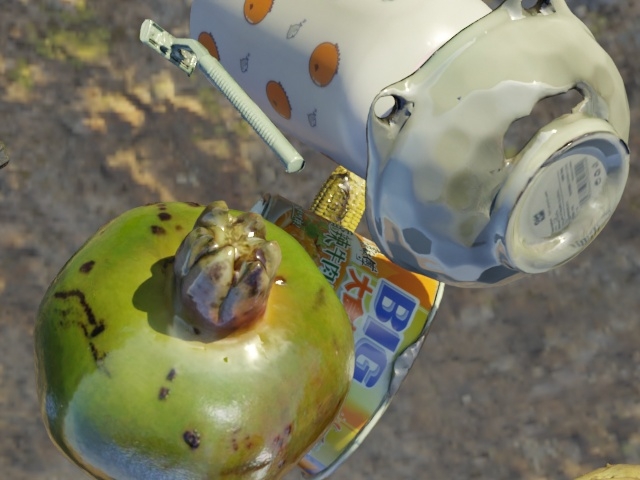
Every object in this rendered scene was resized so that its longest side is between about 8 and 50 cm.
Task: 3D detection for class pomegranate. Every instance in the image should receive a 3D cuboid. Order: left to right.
[{"bbox_3d":[-0.063,0.049,0.782,0.180,0.180,0.209,7,143,-15],"label":"pomegranate"}]

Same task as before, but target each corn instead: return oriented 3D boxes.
[{"bbox_3d":[0.000,0.000,1.818,0.072,0.072,0.203,21,103,-28],"label":"corn"}]

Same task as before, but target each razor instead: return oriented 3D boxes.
[{"bbox_3d":[-0.081,-0.133,1.340,0.036,0.211,0.084,-51,149,6],"label":"razor"}]

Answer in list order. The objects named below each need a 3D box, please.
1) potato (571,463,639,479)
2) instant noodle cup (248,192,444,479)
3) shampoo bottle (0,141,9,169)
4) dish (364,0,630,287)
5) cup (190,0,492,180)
[{"bbox_3d":[0.371,0.371,1.601,0.289,0.237,0.301,35,141,14],"label":"potato"},{"bbox_3d":[-0.029,0.097,1.609,0.214,0.296,0.296,31,129,-7],"label":"instant noodle cup"},{"bbox_3d":[-0.316,-0.040,1.189,0.027,0.137,0.048,49,146,2],"label":"shampoo bottle"},{"bbox_3d":[0.178,-0.064,1.269,0.303,0.120,0.303,-25,137,-26],"label":"dish"},{"bbox_3d":[0.036,-0.184,1.446,0.212,0.317,0.212,-18,124,-28],"label":"cup"}]
